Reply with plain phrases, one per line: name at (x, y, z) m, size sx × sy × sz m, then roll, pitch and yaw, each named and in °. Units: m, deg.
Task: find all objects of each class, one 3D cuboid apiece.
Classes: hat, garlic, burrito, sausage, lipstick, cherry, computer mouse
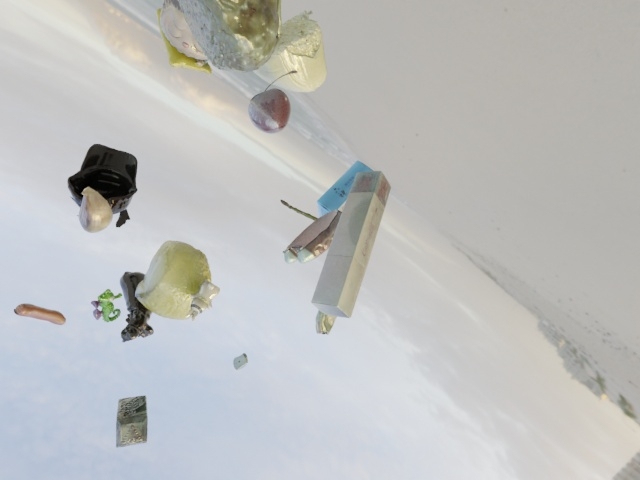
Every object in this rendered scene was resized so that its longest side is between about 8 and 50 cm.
hat at (-0.869, -0.210, 1.639) m, size 0.238 × 0.209 × 0.336 m, roll 15°, pitch -129°, yaw -22°
garlic at (-0.802, -0.089, 1.424) m, size 0.090 × 0.198 × 0.128 m, roll -34°, pitch -94°, yaw -43°
burrito at (0.048, 0.225, 1.531) m, size 0.096 × 0.309 × 0.066 m, roll 12°, pitch -164°, yaw -37°
sausage at (-0.814, 0.215, 1.184) m, size 0.043 × 0.043 × 0.186 m, roll 37°, pitch 166°, yaw 15°
lipstick at (0.082, 0.000, 0.985) m, size 0.079 × 0.371 × 0.076 m, roll 2°, pitch 150°, yaw 34°
cherry at (-0.119, -0.388, 1.173) m, size 0.115 × 0.188 × 0.148 m, roll 60°, pitch -174°, yaw -32°
computer mouse at (-0.338, 0.523, 1.756) m, size 0.032 × 0.110 × 0.056 m, roll 6°, pitch -123°, yaw -44°

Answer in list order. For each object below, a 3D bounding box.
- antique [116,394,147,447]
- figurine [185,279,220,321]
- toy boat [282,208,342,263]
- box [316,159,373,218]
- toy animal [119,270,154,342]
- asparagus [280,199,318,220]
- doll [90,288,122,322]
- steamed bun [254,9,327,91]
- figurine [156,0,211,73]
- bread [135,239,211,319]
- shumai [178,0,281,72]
antique at (-0.582, 0.557, 1.252) m, size 0.088 × 0.086 × 0.183 m, roll 0°, pitch 180°, yaw -25°
figurine at (-0.417, 0.223, 1.449) m, size 0.081 × 0.146 × 0.098 m, roll 25°, pitch 165°, yaw 14°
toy boat at (0.000, 0.000, 1.205) m, size 0.085 × 0.227 × 0.155 m, roll 53°, pitch 152°, yaw -16°
box at (0.092, -0.163, 1.485) m, size 0.083 × 0.232 × 0.142 m, roll 36°, pitch 162°, yaw 19°
toy animal at (-0.760, 0.279, 1.708) m, size 0.168 × 0.106 × 0.343 m, roll 46°, pitch -163°, yaw -53°
asparagus at (-0.089, -0.138, 1.991) m, size 0.248 × 0.024 × 0.025 m, roll 26°, pitch -160°, yaw 0°
doll at (-0.818, 0.254, 1.563) m, size 0.050 × 0.190 × 0.115 m, roll 39°, pitch -137°, yaw 23°
steamed bun at (-0.145, -0.713, 1.602) m, size 0.290 × 0.272 × 0.273 m, roll 36°, pitch 154°, yaw 49°
figurine at (-0.369, -0.817, 1.479) m, size 0.361 × 0.377 × 0.266 m, roll -34°, pitch -78°, yaw -46°
bread at (-0.565, 0.157, 1.598) m, size 0.237 × 0.320 × 0.320 m, roll 30°, pitch -169°, yaw -37°
shumai at (-0.143, -0.536, 0.851) m, size 0.330 × 0.288 × 0.292 m, roll 54°, pitch 165°, yaw 22°
